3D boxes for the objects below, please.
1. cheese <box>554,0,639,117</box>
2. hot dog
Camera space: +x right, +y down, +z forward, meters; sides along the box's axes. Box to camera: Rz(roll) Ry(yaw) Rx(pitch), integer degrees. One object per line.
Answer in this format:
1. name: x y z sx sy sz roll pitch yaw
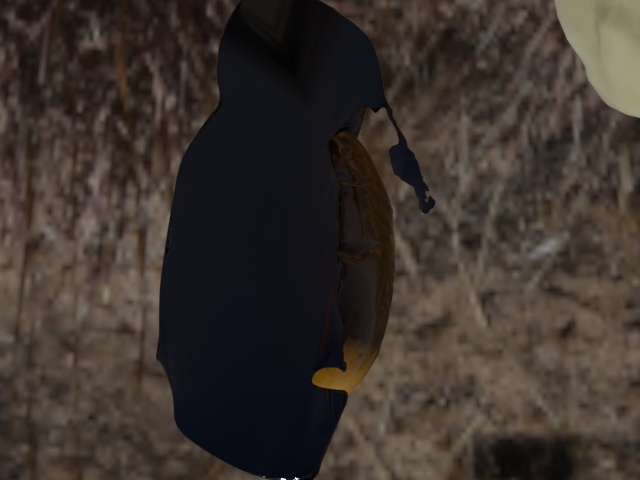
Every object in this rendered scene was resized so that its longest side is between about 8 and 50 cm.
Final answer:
1. cheese: 0.221 -0.127 0.573 0.332 0.292 0.153 11 177 -15
2. hot dog: -0.006 0.001 1.355 0.194 0.326 0.107 20 180 23
